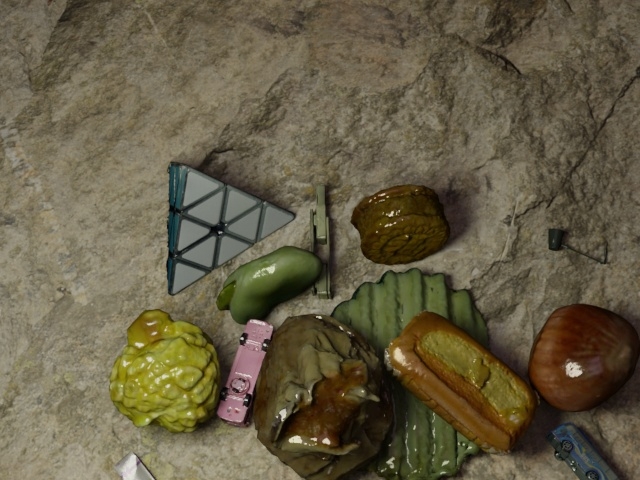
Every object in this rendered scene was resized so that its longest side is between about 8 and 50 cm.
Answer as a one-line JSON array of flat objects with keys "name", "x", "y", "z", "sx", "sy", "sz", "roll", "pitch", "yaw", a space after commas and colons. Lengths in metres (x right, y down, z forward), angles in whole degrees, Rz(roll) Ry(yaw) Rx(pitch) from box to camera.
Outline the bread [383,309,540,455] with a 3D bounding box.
[{"name": "bread", "x": 0.252, "y": 0.259, "z": 1.821, "sx": 0.288, "sy": 0.119, "sz": 0.152, "roll": 39, "pitch": 66, "yaw": 6}]

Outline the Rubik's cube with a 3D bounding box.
[{"name": "Rubik's cube", "x": -0.237, "y": -0.060, "z": 2.058, "sx": 0.233, "sy": 0.229, "sz": 0.228, "roll": -22, "pitch": 15, "yaw": 35}]

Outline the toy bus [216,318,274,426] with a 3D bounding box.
[{"name": "toy bus", "x": -0.141, "y": 0.257, "z": 1.931, "sx": 0.063, "sy": 0.090, "sz": 0.203, "roll": 15, "pitch": 68, "yaw": 9}]

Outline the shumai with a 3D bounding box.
[{"name": "shumai", "x": -0.025, "y": 0.263, "z": 1.757, "sx": 0.267, "sy": 0.262, "sz": 0.314, "roll": -19, "pitch": 72, "yaw": 10}]

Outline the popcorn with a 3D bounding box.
[{"name": "popcorn", "x": -0.293, "y": 0.242, "z": 1.888, "sx": 0.205, "sy": 0.237, "sz": 0.252, "roll": 2, "pitch": 34, "yaw": -11}]

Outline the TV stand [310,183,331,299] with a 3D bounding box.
[{"name": "TV stand", "x": 0.000, "y": 0.000, "z": 2.061, "sx": 0.042, "sy": 0.036, "sz": 0.249, "roll": -4, "pitch": 66, "yaw": 6}]

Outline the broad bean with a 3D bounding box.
[{"name": "broad bean", "x": -0.103, "y": 0.081, "z": 1.963, "sx": 0.227, "sy": 0.169, "sz": 0.100, "roll": -28, "pitch": 68, "yaw": 4}]

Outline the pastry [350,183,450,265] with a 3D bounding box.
[{"name": "pastry", "x": 0.158, "y": -0.029, "z": 1.985, "sx": 0.188, "sy": 0.189, "sz": 0.103, "roll": -13, "pitch": 62, "yaw": 0}]

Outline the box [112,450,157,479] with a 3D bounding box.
[{"name": "box", "x": -0.338, "y": 0.457, "z": 1.891, "sx": 0.050, "sy": 0.036, "sz": 0.117, "roll": -42, "pitch": 69, "yaw": -11}]

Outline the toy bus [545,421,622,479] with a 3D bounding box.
[{"name": "toy bus", "x": 0.480, "y": 0.402, "z": 1.827, "sx": 0.061, "sy": 0.051, "sz": 0.153, "roll": -29, "pitch": 65, "yaw": -21}]

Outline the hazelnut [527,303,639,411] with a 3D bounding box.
[{"name": "hazelnut", "x": 0.485, "y": 0.215, "z": 1.830, "sx": 0.176, "sy": 0.214, "sz": 0.214, "roll": 38, "pitch": 70, "yaw": -24}]

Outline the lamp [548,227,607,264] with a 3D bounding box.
[{"name": "lamp", "x": 0.514, "y": 0.013, "z": 2.007, "sx": 0.121, "sy": 0.041, "sz": 0.054, "roll": 10, "pitch": 75, "yaw": 13}]

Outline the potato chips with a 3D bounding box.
[{"name": "potato chips", "x": 0.151, "y": 0.255, "z": 1.918, "sx": 0.358, "sy": 0.070, "sz": 0.430, "roll": 1, "pitch": 69, "yaw": 1}]
